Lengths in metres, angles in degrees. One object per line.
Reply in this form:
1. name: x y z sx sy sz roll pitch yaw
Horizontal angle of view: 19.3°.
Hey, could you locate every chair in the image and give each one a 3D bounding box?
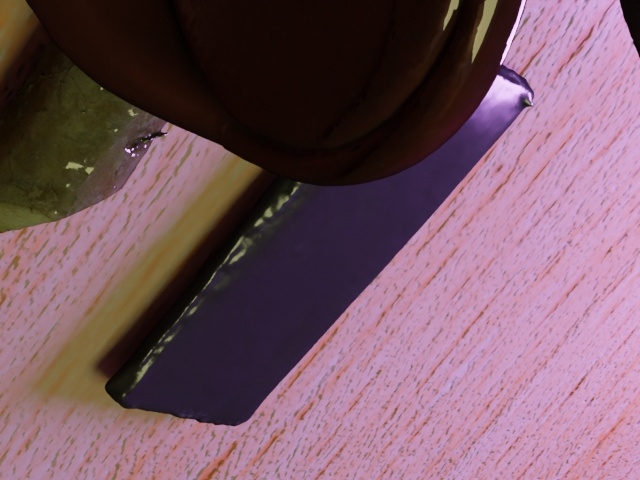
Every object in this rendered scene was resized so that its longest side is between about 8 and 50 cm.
1. chair: 0.084 -0.136 0.807 0.401 0.226 0.226 -6 136 -40

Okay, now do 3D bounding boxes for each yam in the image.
1. yam: -0.106 -0.056 0.861 0.069 0.070 0.146 9 124 -50

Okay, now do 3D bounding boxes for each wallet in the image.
1. wallet: -0.001 0.000 1.078 0.285 0.030 0.146 -50 151 15
